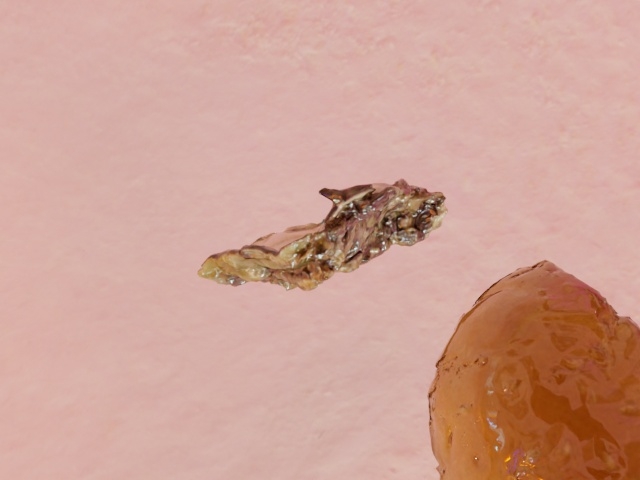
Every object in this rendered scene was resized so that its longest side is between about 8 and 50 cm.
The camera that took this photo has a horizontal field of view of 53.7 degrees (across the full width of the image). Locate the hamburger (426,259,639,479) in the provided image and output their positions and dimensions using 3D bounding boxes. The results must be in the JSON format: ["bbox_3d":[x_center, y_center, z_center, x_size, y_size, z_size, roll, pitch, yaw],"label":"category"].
[{"bbox_3d":[0.133,0.129,0.293,0.130,0.262,0.124,-14,138,-15],"label":"hamburger"}]

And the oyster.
[{"bbox_3d":[0.000,0.000,0.645,0.214,0.222,0.083,-18,88,-56],"label":"oyster"}]
